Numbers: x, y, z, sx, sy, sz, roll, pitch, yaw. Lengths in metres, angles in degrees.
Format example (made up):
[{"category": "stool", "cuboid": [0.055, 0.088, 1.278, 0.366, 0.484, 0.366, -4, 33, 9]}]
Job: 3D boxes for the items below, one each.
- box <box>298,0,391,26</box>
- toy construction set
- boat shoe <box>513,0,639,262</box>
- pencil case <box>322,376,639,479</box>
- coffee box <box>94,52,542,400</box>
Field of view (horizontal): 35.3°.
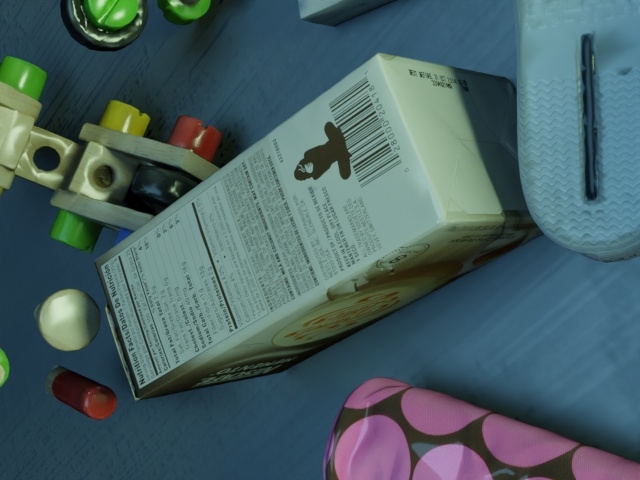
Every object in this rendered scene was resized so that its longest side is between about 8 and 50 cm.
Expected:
[{"category": "box", "cuboid": [0.037, -0.248, 0.631, 0.145, 0.038, 0.186, -15, 80, 39]}, {"category": "toy construction set", "cuboid": [-0.223, -0.032, 0.752, 0.237, 0.258, 0.308, -2, 92, 62]}, {"category": "boat shoe", "cuboid": [0.147, -0.141, 0.507, 0.109, 0.094, 0.302, 5, 95, 29]}, {"category": "pencil case", "cuboid": [0.102, 0.149, 0.553, 0.209, 0.095, 0.098, 12, 63, 40]}, {"category": "coffee box", "cuboid": [0.000, 0.000, 0.600, 0.247, 0.141, 0.098, -32, 72, 36]}]
